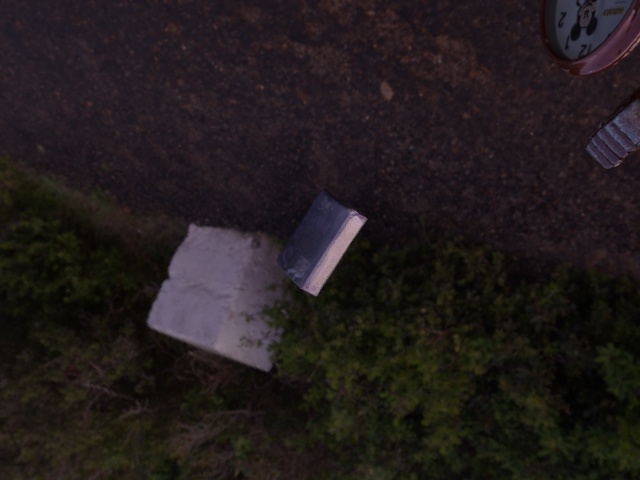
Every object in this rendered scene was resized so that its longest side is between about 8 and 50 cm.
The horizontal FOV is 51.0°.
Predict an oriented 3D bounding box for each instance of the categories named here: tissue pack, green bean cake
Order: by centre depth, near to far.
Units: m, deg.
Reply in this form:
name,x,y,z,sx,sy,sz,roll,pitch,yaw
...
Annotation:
name,x,y,z,sx,sy,sz,roll,pitch,yaw
tissue pack,0.000,0.000,1.113,0.051,0.156,0.112,29,-172,-33
green bean cake,0.672,-0.259,1.413,0.097,0.198,0.233,51,177,11

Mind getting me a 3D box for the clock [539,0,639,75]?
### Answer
name,x,y,z,sx,sy,sz,roll,pitch,yaw
clock,0.484,-0.435,1.127,0.080,0.319,0.318,8,158,-16
